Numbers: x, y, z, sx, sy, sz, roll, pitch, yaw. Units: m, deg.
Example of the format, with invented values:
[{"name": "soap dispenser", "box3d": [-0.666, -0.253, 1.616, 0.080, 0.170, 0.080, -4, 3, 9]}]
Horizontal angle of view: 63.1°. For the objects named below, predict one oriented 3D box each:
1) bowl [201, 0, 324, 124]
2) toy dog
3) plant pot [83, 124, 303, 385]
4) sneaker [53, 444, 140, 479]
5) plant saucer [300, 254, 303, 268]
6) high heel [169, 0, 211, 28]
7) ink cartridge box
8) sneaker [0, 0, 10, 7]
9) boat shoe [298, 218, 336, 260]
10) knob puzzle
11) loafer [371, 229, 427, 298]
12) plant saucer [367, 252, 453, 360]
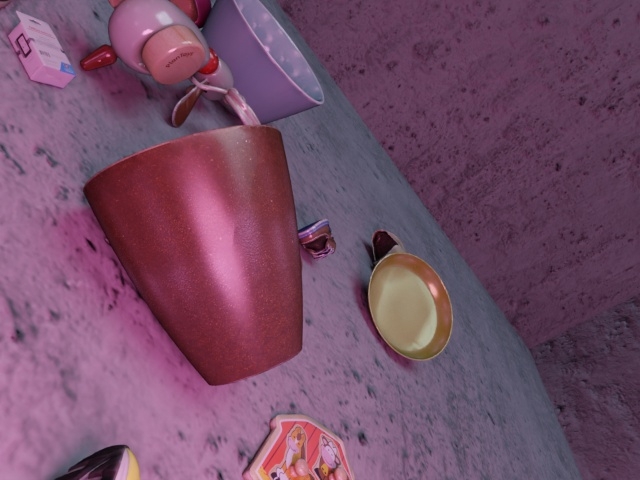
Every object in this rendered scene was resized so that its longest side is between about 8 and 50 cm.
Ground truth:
[{"name": "bowl", "box3d": [-0.147, -0.375, 1.122, 0.311, 0.163, 0.312, 46, 22, -25]}, {"name": "toy dog", "box3d": [-0.244, -0.270, 0.813, 0.220, 0.161, 0.334, 62, 5, 26]}, {"name": "plant pot", "box3d": [-0.107, 0.026, 0.559, 0.215, 0.215, 0.231, -15, 86, -70]}, {"name": "sneaker", "box3d": [-0.142, 0.231, 0.312, 0.094, 0.081, 0.209, 51, 25, -36]}, {"name": "plant saucer", "box3d": [-0.092, -0.003, 0.860, 0.168, 0.029, 0.168, 46, 22, -25]}, {"name": "high heel", "box3d": [-0.351, -0.614, 1.060, 0.377, 0.127, 0.181, 48, 10, -30]}, {"name": "ink cartridge box", "box3d": [-0.341, -0.231, 0.634, 0.083, 0.028, 0.048, 60, 19, 10]}, {"name": "sneaker", "box3d": [-0.376, -0.372, 0.642, 0.083, 0.118, 0.222, 43, 23, -32]}, {"name": "boat shoe", "box3d": [0.000, 0.000, 0.996, 0.066, 0.066, 0.183, 67, 12, 3]}, {"name": "knob puzzle", "box3d": [0.004, 0.288, 0.622, 0.213, 0.030, 0.213, 47, 21, -24]}, {"name": "loafer", "box3d": [0.185, 0.071, 1.306, 0.092, 0.102, 0.269, 37, 19, -37]}, {"name": "plant saucer", "box3d": [0.192, 0.145, 1.146, 0.240, 0.037, 0.241, 14, 64, -30]}]
